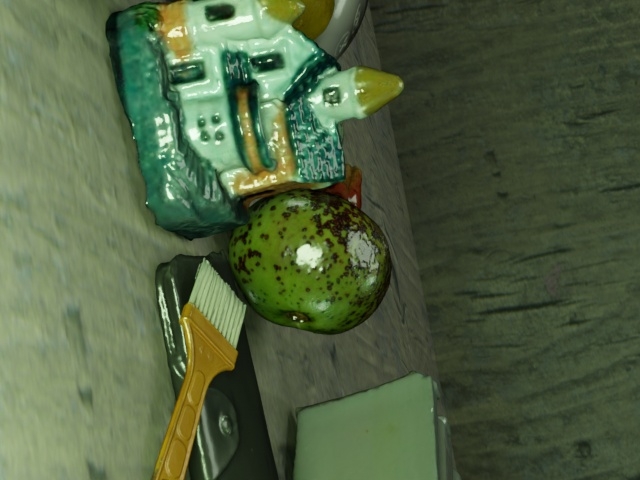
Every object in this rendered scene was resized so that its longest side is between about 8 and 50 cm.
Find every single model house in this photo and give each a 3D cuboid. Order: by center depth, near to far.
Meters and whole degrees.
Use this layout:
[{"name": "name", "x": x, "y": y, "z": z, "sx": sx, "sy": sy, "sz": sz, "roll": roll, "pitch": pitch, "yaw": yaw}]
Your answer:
[{"name": "model house", "x": -0.055, "y": -0.154, "z": 1.231, "sx": 0.184, "sy": 0.291, "sz": 0.253, "roll": 34, "pitch": 45, "yaw": -81}]

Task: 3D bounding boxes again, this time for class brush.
[{"name": "brush", "x": -0.126, "y": 0.157, "z": 1.095, "sx": 0.090, "sy": 0.017, "sz": 0.314, "roll": 50, "pitch": 36, "yaw": -34}]

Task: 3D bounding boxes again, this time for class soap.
[{"name": "soap", "x": 0.092, "y": 0.451, "z": 1.483, "sx": 0.435, "sy": 0.213, "sz": 0.350, "roll": -87, "pitch": 164, "yaw": -52}]

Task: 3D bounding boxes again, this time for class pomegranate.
[{"name": "pomegranate", "x": 0.000, "y": 0.000, "z": 1.474, "sx": 0.248, "sy": 0.214, "sz": 0.214, "roll": -67, "pitch": 151, "yaw": -30}]

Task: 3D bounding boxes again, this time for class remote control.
[{"name": "remote control", "x": 0.018, "y": -0.410, "z": 2.137, "sx": 0.221, "sy": 0.103, "sz": 0.332, "roll": -61, "pitch": -178, "yaw": 23}]

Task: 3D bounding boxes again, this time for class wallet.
[{"name": "wallet", "x": -0.102, "y": 0.194, "z": 1.218, "sx": 0.197, "sy": 0.051, "sz": 0.377, "roll": 14, "pitch": 63, "yaw": -75}]

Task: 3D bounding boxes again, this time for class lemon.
[{"name": "lemon", "x": -0.063, "y": -0.384, "z": 1.741, "sx": 0.207, "sy": 0.170, "sz": 0.170, "roll": 46, "pitch": 33, "yaw": -59}]

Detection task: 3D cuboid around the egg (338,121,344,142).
[{"name": "egg", "x": -0.032, "y": -0.156, "z": 1.727, "sx": 0.172, "sy": 0.132, "sz": 0.132, "roll": -74, "pitch": 152, "yaw": -43}]
